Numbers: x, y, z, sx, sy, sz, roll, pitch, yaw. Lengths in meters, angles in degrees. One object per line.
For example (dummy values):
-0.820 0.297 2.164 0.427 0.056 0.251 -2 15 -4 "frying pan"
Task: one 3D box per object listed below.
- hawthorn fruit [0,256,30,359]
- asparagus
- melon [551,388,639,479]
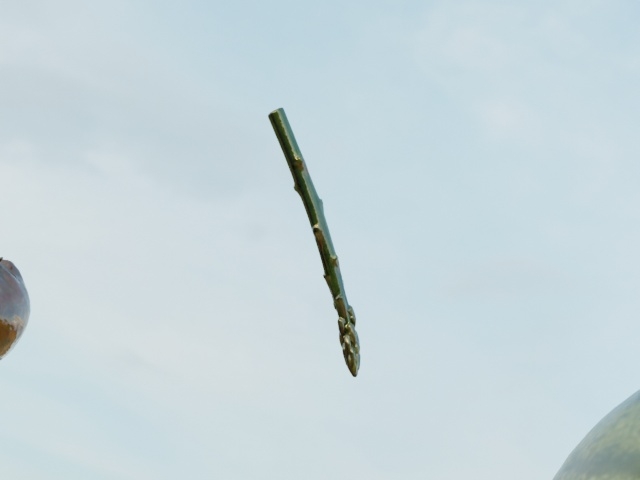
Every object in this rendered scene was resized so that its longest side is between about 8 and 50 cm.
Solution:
-0.340 0.064 1.171 0.149 0.189 0.149 52 -18 24 "hawthorn fruit"
0.000 0.000 0.811 0.016 0.163 0.016 -19 -6 14 "asparagus"
0.179 0.164 0.414 0.237 0.237 0.302 -9 -52 45 "melon"
